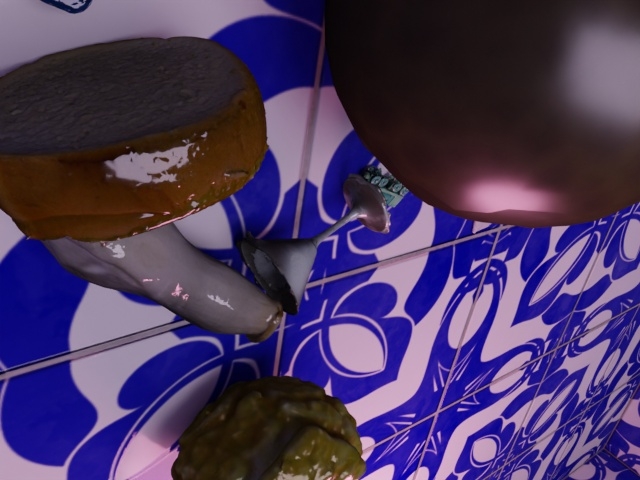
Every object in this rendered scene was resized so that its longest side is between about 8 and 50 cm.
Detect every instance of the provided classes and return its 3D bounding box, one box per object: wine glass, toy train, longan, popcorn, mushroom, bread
[{"bbox_3d":[0.000,0.000,0.754,0.183,0.122,0.122,-35,137,-21],"label":"wine glass"},{"bbox_3d":[0.088,-0.077,0.842,0.092,0.029,0.045,14,124,-42],"label":"toy train"},{"bbox_3d":[0.192,-0.197,0.575,0.336,0.405,0.404,-44,151,-59],"label":"longan"},{"bbox_3d":[-0.066,0.320,0.818,0.282,0.282,0.247,-48,127,-4],"label":"popcorn"},{"bbox_3d":[-0.167,0.028,0.630,0.351,0.109,0.097,41,49,-46],"label":"mushroom"},{"bbox_3d":[-0.154,-0.091,0.460,0.236,0.236,0.070,-26,133,-27],"label":"bread"}]

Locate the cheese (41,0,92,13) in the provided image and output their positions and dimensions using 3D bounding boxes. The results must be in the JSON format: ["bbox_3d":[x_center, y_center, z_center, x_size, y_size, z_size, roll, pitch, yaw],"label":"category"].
[{"bbox_3d":[-0.268,-0.235,0.371,0.270,0.069,0.176,8,113,-45],"label":"cheese"}]

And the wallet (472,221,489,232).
[{"bbox_3d":[0.296,-0.054,1.057,0.044,0.011,0.083,-22,131,-30],"label":"wallet"}]
